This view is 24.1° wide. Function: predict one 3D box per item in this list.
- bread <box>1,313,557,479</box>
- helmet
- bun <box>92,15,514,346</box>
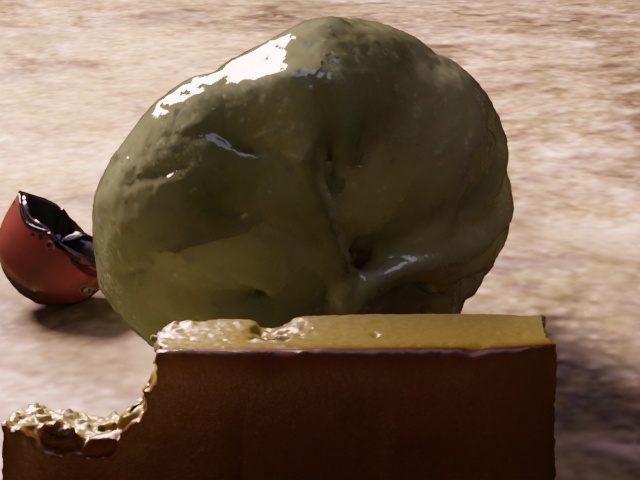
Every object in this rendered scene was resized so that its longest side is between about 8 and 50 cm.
[{"bbox_3d":[-0.018,0.075,0.616,0.226,0.088,0.049,0,23,3],"label":"bread"},{"bbox_3d":[-0.150,0.014,0.847,0.084,0.049,0.065,39,5,24],"label":"helmet"},{"bbox_3d":[0.000,0.000,0.733,0.212,0.204,0.126,-34,47,10],"label":"bun"}]
